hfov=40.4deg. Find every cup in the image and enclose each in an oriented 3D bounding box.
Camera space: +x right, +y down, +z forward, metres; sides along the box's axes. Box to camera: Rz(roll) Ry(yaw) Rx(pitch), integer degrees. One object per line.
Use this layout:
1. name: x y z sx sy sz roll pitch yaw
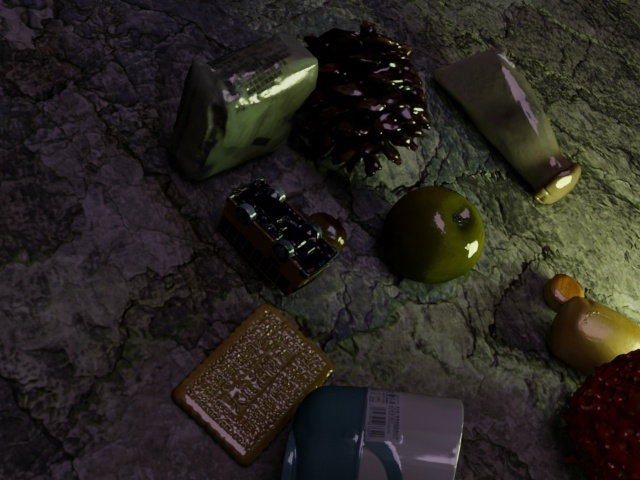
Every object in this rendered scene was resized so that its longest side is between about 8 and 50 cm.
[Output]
1. cup: 0.085 0.318 1.308 0.257 0.219 0.290 8 16 4

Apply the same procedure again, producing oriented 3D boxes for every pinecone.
1. pinecone: 0.073 -0.265 1.668 0.242 0.298 0.296 -21 102 -14

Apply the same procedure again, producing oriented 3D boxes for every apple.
1. apple: 0.217 -0.013 1.649 0.196 0.157 0.196 14 61 -26

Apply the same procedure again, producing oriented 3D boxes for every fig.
1. fig: 0.000 0.000 1.585 0.084 0.082 0.098 43 82 -19

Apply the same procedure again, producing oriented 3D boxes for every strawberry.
1. strawberry: 0.600 0.312 1.512 0.292 0.343 0.292 12 57 -19

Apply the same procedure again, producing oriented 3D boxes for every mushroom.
1. mushroom: 0.433 -0.271 1.947 0.407 0.154 0.137 52 10 9

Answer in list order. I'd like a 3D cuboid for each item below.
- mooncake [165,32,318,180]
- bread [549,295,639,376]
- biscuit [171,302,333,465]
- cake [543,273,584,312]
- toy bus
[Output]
1. mooncake: -0.146 -0.244 1.546 0.254 0.250 0.136 -27 68 -36
2. bread: 0.560 0.204 1.709 0.217 0.098 0.147 26 76 -7
3. biscuit: -0.100 0.223 1.400 0.172 0.029 0.254 43 49 4
4. cake: 0.502 0.110 1.791 0.084 0.044 0.084 13 54 -18
5. toy bus: -0.077 -0.001 1.508 0.201 0.114 0.098 44 48 12
